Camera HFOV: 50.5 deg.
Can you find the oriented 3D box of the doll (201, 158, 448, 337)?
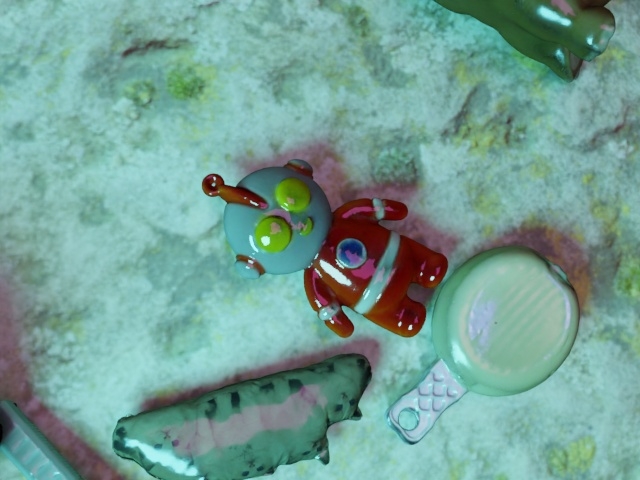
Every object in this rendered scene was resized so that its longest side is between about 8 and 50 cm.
[{"bbox_3d":[0.000,0.000,0.638,0.245,0.076,0.142,29,76,-10],"label":"doll"}]

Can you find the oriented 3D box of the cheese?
[{"bbox_3d":[0.151,0.105,0.655,0.227,0.064,0.137,-42,88,-15],"label":"cheese"}]

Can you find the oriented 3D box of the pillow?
[{"bbox_3d":[-0.060,0.172,0.609,0.241,0.051,0.093,-13,79,-14],"label":"pillow"}]

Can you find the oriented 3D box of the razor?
[{"bbox_3d":[-0.183,0.244,0.571,0.111,0.056,0.278,-44,92,-13],"label":"razor"}]

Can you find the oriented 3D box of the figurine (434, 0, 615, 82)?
[{"bbox_3d":[0.202,-0.301,0.671,0.247,0.177,0.173,31,95,6],"label":"figurine"}]

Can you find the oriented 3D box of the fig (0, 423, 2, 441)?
[{"bbox_3d":[-0.354,0.182,0.465,0.214,0.235,0.234,30,76,-29],"label":"fig"}]
